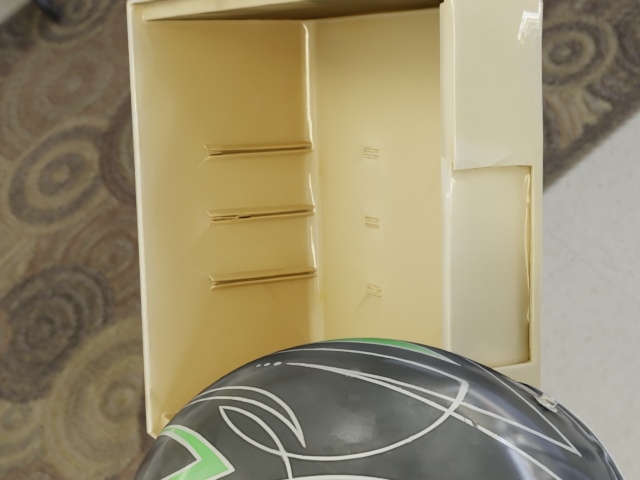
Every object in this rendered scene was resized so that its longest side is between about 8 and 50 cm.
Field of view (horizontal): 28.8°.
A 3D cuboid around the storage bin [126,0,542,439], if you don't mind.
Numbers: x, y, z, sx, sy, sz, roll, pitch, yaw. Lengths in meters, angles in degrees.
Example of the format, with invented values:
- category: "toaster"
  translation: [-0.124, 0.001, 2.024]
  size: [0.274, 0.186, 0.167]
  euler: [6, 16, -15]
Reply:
- category: "storage bin"
  translation: [0.000, 0.000, 0.655]
  size: [0.123, 0.262, 0.260]
  euler: [-5, 9, -25]

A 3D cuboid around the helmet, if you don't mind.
- category: "helmet"
  translation: [0.016, 0.109, 0.410]
  size: [0.169, 0.161, 0.169]
  euler: [-1, 71, 4]
